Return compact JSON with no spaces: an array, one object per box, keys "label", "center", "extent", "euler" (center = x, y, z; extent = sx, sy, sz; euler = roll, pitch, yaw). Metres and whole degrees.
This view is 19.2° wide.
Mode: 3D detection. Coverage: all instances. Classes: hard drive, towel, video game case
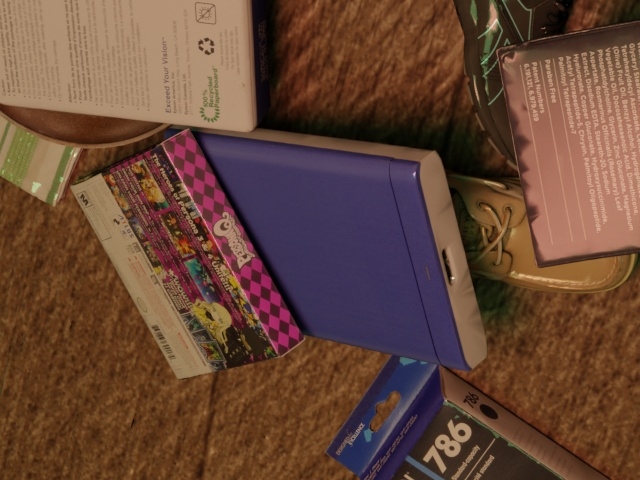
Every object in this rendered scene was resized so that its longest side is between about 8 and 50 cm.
[{"label":"hard drive","center":[0.000,0.000,1.756],"extent":[0.319,0.040,0.210],"euler":[10,126,43]},{"label":"towel","center":[-0.310,-0.117,1.929],"extent":[0.152,0.023,0.113],"euler":[30,111,10]},{"label":"video game case","center":[-0.134,0.019,1.844],"extent":[0.210,0.042,0.232],"euler":[-19,102,57]}]

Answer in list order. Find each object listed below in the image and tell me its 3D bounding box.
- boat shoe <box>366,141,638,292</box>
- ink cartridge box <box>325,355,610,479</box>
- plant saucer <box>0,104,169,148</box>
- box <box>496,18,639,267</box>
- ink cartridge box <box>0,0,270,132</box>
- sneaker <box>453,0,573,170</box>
[{"label":"boat shoe","center":[0.144,-0.012,1.767],"extent":[0.302,0.098,0.109],"euler":[19,111,12]},{"label":"ink cartridge box","center":[0.168,0.257,1.867],"extent":[0.333,0.065,0.165],"euler":[34,115,6]},{"label":"plant saucer","center":[-0.225,-0.245,1.833],"extent":[0.311,0.050,0.310],"euler":[4,104,15]},{"label":"box","center":[0.345,-0.103,1.528],"extent":[0.313,0.343,0.179],"euler":[-10,93,21]},{"label":"ink cartridge box","center":[-0.213,-0.270,1.723],"extent":[0.330,0.071,0.324],"euler":[8,121,16]},{"label":"sneaker","center":[0.177,-0.191,1.700],"extent":[0.106,0.101,0.267],"euler":[-12,103,19]}]
